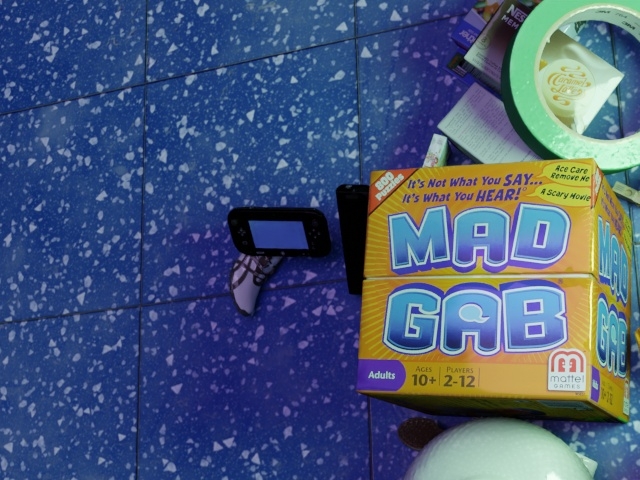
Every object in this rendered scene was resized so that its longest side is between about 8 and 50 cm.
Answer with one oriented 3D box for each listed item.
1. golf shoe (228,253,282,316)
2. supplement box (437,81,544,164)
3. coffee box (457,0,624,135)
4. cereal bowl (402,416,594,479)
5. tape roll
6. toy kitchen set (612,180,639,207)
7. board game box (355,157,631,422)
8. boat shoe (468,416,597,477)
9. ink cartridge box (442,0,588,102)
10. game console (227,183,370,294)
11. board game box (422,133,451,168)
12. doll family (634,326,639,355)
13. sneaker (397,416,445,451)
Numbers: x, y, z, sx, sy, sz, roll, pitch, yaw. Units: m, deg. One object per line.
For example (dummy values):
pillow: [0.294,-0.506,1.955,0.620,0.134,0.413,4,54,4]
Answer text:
golf shoe: [-0.123,0.050,2.149,0.094,0.077,0.198,-1,77,24]
supplement box: [0.334,-0.167,1.976,0.220,0.111,0.114,41,94,27]
coffee box: [0.386,-0.301,1.941,0.246,0.098,0.141,36,92,0]
cereal bowl: [0.272,0.447,1.719,0.339,0.141,0.339,-2,82,16]
tape roll: [0.468,-0.272,1.848,0.321,0.077,0.321,0,85,-2]
toy kitchen set: [0.552,-0.106,1.884,0.075,0.068,0.083,30,90,28]
board game box: [0.295,0.097,1.784,0.356,0.356,0.356,-2,76,24]
boat shoe: [0.357,0.349,1.855,0.226,0.083,0.076,30,77,17]
ink cartridge box: [0.380,-0.409,2.052,0.186,0.065,0.311,41,97,28]
game console: [0.000,0.000,2.047,0.361,0.044,0.213,2,116,22]
board game box: [0.201,-0.109,2.025,0.026,0.103,0.154,18,84,14]
doll family: [0.587,0.152,1.728,0.263,0.118,0.163,-56,50,31]
sneaker: [0.218,0.367,1.910,0.192,0.086,0.064,4,46,53]
